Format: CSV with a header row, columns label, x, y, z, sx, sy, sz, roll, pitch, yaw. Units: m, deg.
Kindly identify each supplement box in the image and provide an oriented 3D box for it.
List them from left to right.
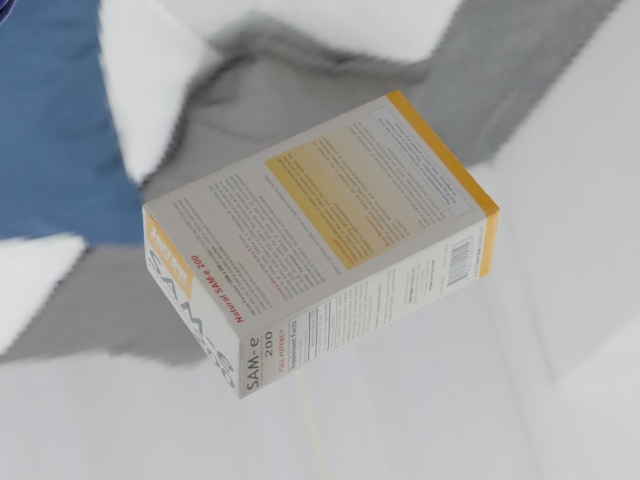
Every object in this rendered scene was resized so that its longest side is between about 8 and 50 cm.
label,x,y,z,sx,sy,sz,roll,pitch,yaw
supplement box,0.000,0.000,0.622,0.098,0.062,0.036,-25,147,-19

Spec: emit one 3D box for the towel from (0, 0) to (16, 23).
label,x,y,z,sx,sy,sz,roll,pitch,yaw
towel,-0.269,-0.076,0.712,0.228,0.076,0.308,-22,-166,-29
